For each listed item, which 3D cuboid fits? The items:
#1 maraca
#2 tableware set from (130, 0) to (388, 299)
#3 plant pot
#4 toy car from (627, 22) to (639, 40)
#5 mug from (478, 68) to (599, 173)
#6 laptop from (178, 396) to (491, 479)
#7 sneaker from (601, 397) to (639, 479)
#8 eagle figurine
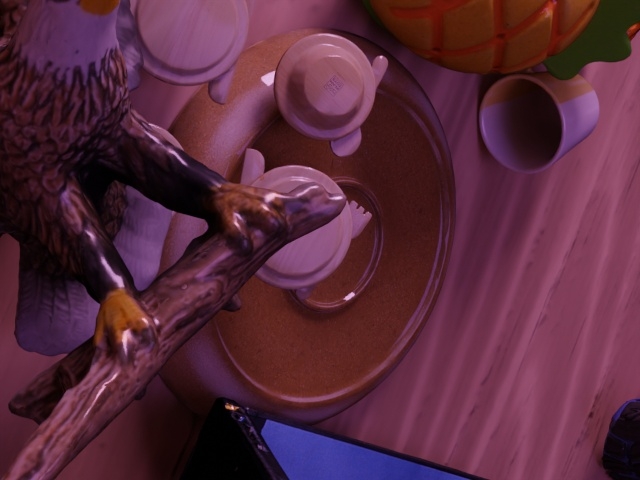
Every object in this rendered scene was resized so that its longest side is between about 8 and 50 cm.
[{"bbox_3d":[0.110,-0.142,0.793,0.185,0.127,0.099,13,53,-24],"label":"maraca"},{"bbox_3d":[-0.042,-0.057,0.715,0.168,0.020,0.141,22,86,-19],"label":"tableware set"},{"bbox_3d":[0.000,0.000,0.799,0.236,0.032,0.236,-13,110,-40],"label":"plant pot"},{"bbox_3d":[0.158,-0.164,0.904,0.040,0.060,0.122,-38,99,-16],"label":"toy car"},{"bbox_3d":[0.144,-0.086,0.888,0.064,0.062,0.078,-22,136,-45],"label":"mug"},{"bbox_3d":[-0.020,0.304,0.723,0.236,0.408,0.382,23,90,-11],"label":"laptop"},{"bbox_3d":[0.283,0.159,1.088,0.221,0.083,0.087,37,64,-48],"label":"sneaker"},{"bbox_3d":[-0.136,-0.079,0.568,0.225,0.298,0.226,-44,180,21],"label":"eagle figurine"}]
